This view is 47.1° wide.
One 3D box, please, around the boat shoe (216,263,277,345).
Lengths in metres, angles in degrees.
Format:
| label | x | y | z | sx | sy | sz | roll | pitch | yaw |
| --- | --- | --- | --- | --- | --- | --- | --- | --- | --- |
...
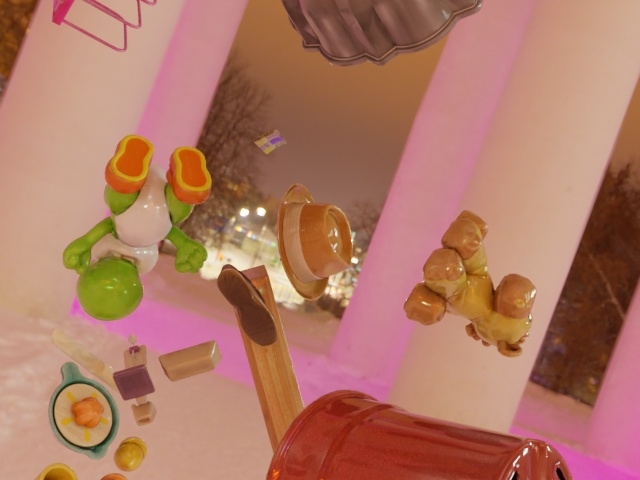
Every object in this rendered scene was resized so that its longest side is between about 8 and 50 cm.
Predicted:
| label | x | y | z | sx | sy | sz | roll | pitch | yaw |
| --- | --- | --- | --- | --- | --- | --- | --- | --- | --- |
| boat shoe | -0.111 | 0.099 | 1.160 | 0.049 | 0.056 | 0.152 | -91 | 158 | -62 |

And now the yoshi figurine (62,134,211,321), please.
| label | x | y | z | sx | sy | sz | roll | pitch | yaw |
| --- | --- | --- | --- | --- | --- | --- | --- | --- | --- |
| yoshi figurine | -0.311 | 0.010 | 1.211 | 0.203 | 0.362 | 0.203 | 45 | 44 | 8 |

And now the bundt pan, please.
| label | x | y | z | sx | sy | sz | roll | pitch | yaw |
| --- | --- | --- | --- | --- | --- | --- | --- | --- | --- |
| bundt pan | 0.067 | -0.382 | 0.884 | 0.330 | 0.331 | 0.124 | 20 | -9 | 38 |

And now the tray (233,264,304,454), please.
| label | x | y | z | sx | sy | sz | roll | pitch | yaw |
| --- | --- | --- | --- | --- | --- | --- | --- | --- | --- |
| tray | -0.077 | 0.257 | 1.304 | 0.076 | 0.411 | 0.203 | -16 | 5 | -5 |

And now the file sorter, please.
| label | x | y | z | sx | sy | sz | roll | pitch | yaw |
| --- | --- | --- | --- | --- | --- | --- | --- | --- | --- |
| file sorter | -0.446 | -0.603 | 1.635 | 0.182 | 0.291 | 0.202 | 24 | 32 | -34 |

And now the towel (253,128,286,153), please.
| label | x | y | z | sx | sy | sz | roll | pitch | yaw |
| --- | --- | --- | --- | --- | --- | --- | --- | --- | --- |
| towel | -0.116 | -0.228 | 1.696 | 0.009 | 0.060 | 0.083 | 66 | 8 | 20 |

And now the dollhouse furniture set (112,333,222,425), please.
| label | x | y | z | sx | sy | sz | roll | pitch | yaw |
| --- | --- | --- | --- | --- | --- | --- | --- | --- | --- |
| dollhouse furniture set | -0.168 | 0.140 | 0.834 | 0.114 | 0.091 | 0.081 | -16 | 38 | -6 |

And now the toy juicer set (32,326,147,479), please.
| label | x | y | z | sx | sy | sz | roll | pitch | yaw |
| --- | --- | --- | --- | --- | --- | --- | --- | --- | --- |
| toy juicer set | -0.381 | 0.314 | 1.277 | 0.089 | 0.329 | 0.209 | -33 | -45 | 31 |

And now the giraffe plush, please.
| label | x | y | z | sx | sy | sz | roll | pitch | yaw |
| --- | --- | --- | --- | --- | --- | --- | --- | --- | --- |
| giraffe plush | 0.226 | 0.085 | 1.039 | 0.170 | 0.181 | 0.210 | 30 | -34 | 13 |

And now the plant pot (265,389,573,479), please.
| label | x | y | z | sx | sy | sz | roll | pitch | yaw |
| --- | --- | --- | --- | --- | --- | --- | --- | --- | --- |
| plant pot | 0.121 | 0.310 | 0.812 | 0.265 | 0.273 | 0.272 | -7 | -20 | 44 |

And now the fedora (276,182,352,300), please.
| label | x | y | z | sx | sy | sz | roll | pitch | yaw |
| --- | --- | --- | --- | --- | --- | --- | --- | --- | --- |
| fedora | 0.000 | 0.000 | 1.167 | 0.079 | 0.194 | 0.194 | -6 | -12 | 24 |
